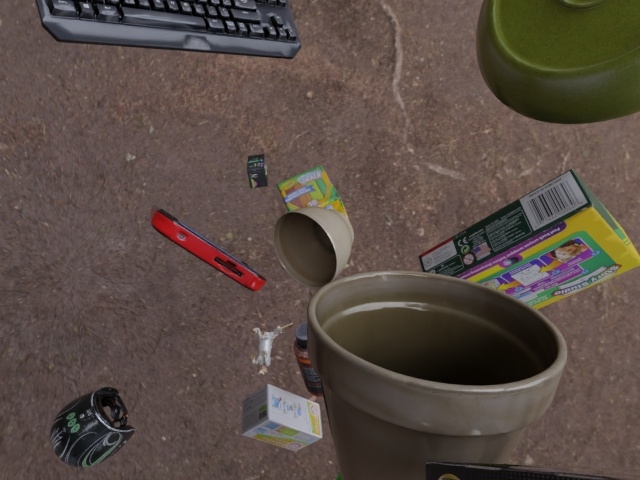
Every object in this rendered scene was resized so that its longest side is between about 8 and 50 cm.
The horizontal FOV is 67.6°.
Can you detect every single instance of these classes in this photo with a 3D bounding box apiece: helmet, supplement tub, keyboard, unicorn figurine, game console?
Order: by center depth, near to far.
[{"bbox_3d":[-0.097,-0.178,0.318,0.180,0.023,0.108,-14,80,-41],"label":"keyboard"},{"bbox_3d":[-0.529,0.435,1.098,0.161,0.169,0.169,-40,106,4],"label":"helmet"},{"bbox_3d":[-0.140,0.268,1.239,0.111,0.060,0.162,61,44,-60],"label":"unicorn figurine"},{"bbox_3d":[-0.010,0.308,1.256,0.106,0.106,0.198,-31,125,-26],"label":"supplement tub"},{"bbox_3d":[-0.357,0.015,1.502,0.386,0.342,0.060,37,88,-21],"label":"game console"}]

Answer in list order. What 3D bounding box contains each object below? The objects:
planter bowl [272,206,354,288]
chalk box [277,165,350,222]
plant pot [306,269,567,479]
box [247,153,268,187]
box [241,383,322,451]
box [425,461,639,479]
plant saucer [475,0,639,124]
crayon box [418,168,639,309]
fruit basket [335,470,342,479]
[{"bbox_3d":[0.000,0.000,0.959,0.109,0.162,0.162,-32,101,-43],"label":"planter bowl"},{"bbox_3d":[-0.022,-0.097,1.250,0.132,0.213,0.132,-26,132,-1],"label":"chalk box"},{"bbox_3d":[0.132,0.227,0.662,0.322,0.323,0.281,-5,110,-28],"label":"plant pot"},{"bbox_3d":[-0.177,-0.197,1.354,0.052,0.083,0.062,-8,129,-1],"label":"box"},{"bbox_3d":[-0.105,0.494,1.326,0.203,0.114,0.103,34,32,-33],"label":"box"},{"bbox_3d":[0.259,0.221,0.389,0.269,0.216,0.060,16,64,-28],"label":"box"},{"bbox_3d":[0.239,-0.221,0.408,0.037,0.240,0.241,17,78,-44],"label":"plant saucer"},{"bbox_3d":[0.460,0.043,1.061,0.313,0.362,0.106,27,42,-38],"label":"crayon box"},{"bbox_3d":[0.232,0.485,1.081,0.392,0.282,0.392,-35,143,-31],"label":"fruit basket"}]
